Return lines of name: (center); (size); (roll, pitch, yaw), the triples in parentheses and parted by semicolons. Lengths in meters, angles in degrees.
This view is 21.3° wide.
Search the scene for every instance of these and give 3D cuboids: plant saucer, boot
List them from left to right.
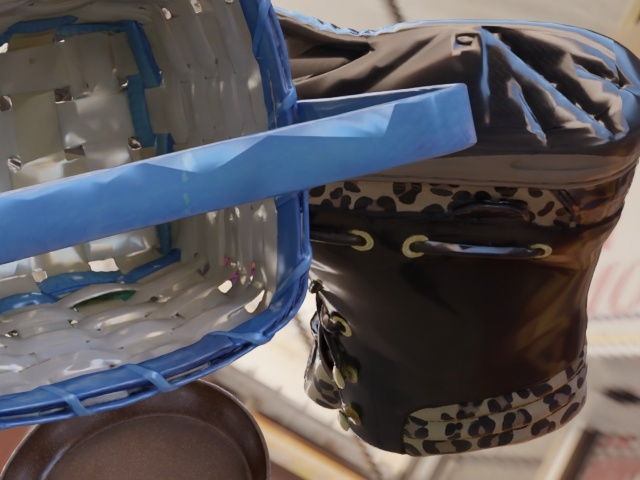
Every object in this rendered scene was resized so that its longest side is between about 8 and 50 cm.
plant saucer: (-0.107, 0.152, 0.976); (0.168, 0.168, 0.029); (20, -31, 30)
boot: (0.000, 0.000, 1.021); (0.377, 0.138, 0.284); (0, -42, 5)

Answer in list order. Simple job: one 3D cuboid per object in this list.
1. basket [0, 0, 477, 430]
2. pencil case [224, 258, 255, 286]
basket: (-0.102, -0.026, 0.719); (0.255, 0.201, 0.289); (-13, 4, -22)
pencil case: (-0.115, -0.058, 1.245); (0.236, 0.104, 0.104); (35, -12, 24)
